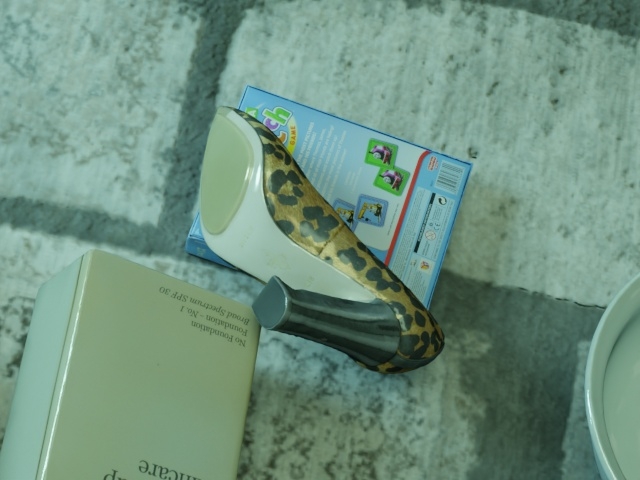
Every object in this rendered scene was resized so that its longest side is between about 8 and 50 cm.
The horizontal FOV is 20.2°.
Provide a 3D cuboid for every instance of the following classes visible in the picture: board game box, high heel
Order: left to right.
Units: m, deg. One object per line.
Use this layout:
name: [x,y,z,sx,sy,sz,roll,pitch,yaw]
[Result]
high heel: [0.000,0.000,1.490,0.186,0.093,0.261,19,36,-37]
board game box: [0.009,-0.029,1.548,0.211,0.039,0.160,20,64,-1]

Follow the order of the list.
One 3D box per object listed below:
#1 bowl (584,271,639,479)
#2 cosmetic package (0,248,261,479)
bowl: [0.340,0.161,1.464,0.298,0.134,0.298,4,64,-9]
cosmetic package: [-0.155,0.182,1.353,0.160,0.113,0.309,21,60,-25]
